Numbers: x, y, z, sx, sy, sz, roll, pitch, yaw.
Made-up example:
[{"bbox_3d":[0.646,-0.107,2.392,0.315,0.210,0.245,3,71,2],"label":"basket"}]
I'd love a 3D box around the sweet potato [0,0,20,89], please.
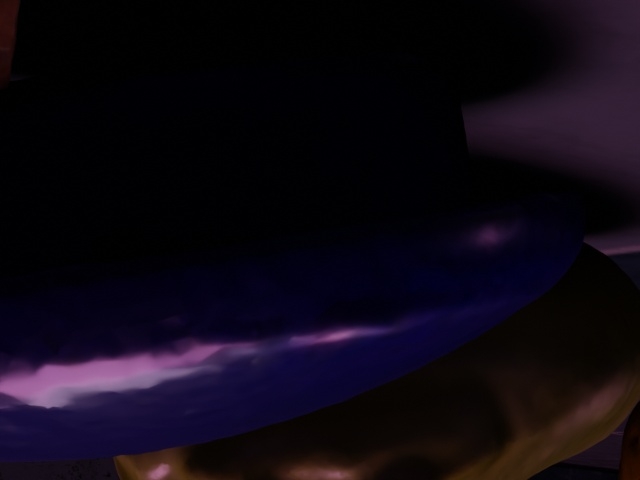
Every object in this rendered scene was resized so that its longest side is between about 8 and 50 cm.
[{"bbox_3d":[-0.213,-0.070,0.427,0.281,0.067,0.059,7,-162,-12],"label":"sweet potato"}]

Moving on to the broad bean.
[{"bbox_3d":[0.019,0.058,0.784,0.238,0.119,0.291,-5,-172,35],"label":"broad bean"}]

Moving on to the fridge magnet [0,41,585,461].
[{"bbox_3d":[-0.051,0.006,0.550,0.265,0.113,0.265,-9,180,0],"label":"fridge magnet"}]

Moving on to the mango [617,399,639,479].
[{"bbox_3d":[0.325,0.181,1.480,0.151,0.156,0.249,42,168,0],"label":"mango"}]
